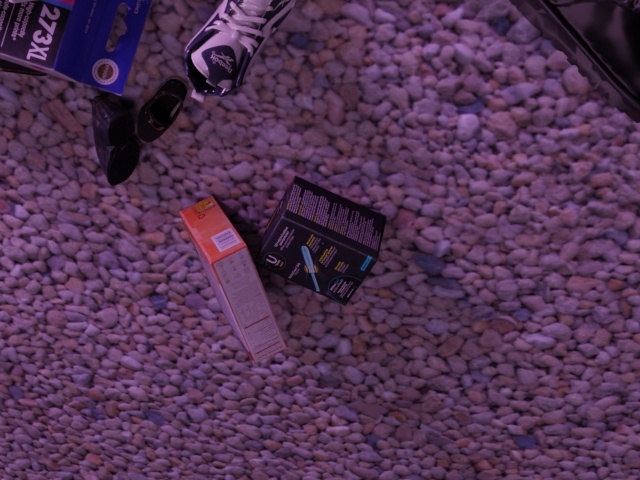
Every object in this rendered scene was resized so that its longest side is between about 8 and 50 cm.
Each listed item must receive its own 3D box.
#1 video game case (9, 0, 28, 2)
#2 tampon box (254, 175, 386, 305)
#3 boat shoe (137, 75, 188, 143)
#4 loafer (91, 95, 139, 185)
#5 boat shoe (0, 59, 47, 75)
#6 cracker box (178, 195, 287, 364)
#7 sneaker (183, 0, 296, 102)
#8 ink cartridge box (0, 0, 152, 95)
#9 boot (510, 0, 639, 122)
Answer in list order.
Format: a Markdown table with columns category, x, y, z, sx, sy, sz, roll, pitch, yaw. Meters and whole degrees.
| category | x | y | z | sx | sy | sz | roll | pitch | yaw |
| --- | --- | --- | --- | --- | --- | --- | --- | --- | --- |
| video game case | -0.278 | -0.426 | 1.340 | 0.204 | 0.025 | 0.285 | -16 | 139 | -30 |
| tampon box | 0.000 | 0.000 | 1.719 | 0.161 | 0.101 | 0.120 | 25 | 133 | -9 |
| boat shoe | -0.239 | -0.186 | 1.644 | 0.049 | 0.042 | 0.133 | 29 | 134 | -16 |
| loafer | -0.315 | -0.152 | 1.694 | 0.061 | 0.062 | 0.170 | 46 | 148 | 24 |
| boat shoe | -0.539 | -0.274 | 1.552 | 0.355 | 0.130 | 0.132 | 12 | 151 | 4 |
| cracker box | -0.138 | 0.064 | 1.773 | 0.067 | 0.155 | 0.232 | -26 | 131 | -10 |
| sneaker | -0.107 | -0.270 | 1.452 | 0.094 | 0.153 | 0.235 | 34 | 132 | -21 |
| ink cartridge box | -0.415 | -0.330 | 1.465 | 0.371 | 0.175 | 0.069 | 17 | 179 | -5 |
| boot | 0.410 | -0.295 | 1.318 | 0.348 | 0.131 | 0.260 | 36 | 131 | -20 |
